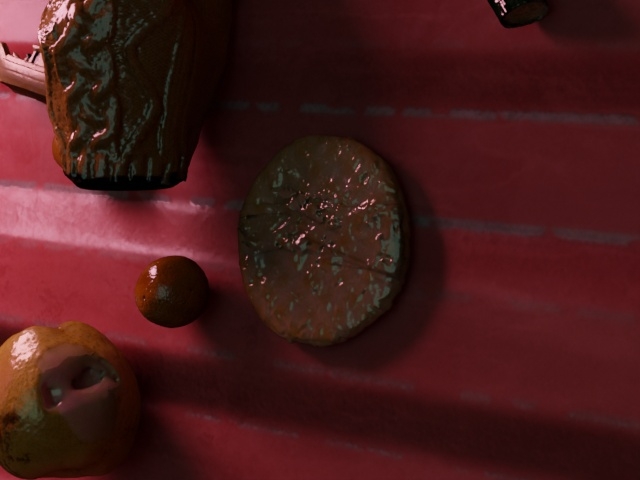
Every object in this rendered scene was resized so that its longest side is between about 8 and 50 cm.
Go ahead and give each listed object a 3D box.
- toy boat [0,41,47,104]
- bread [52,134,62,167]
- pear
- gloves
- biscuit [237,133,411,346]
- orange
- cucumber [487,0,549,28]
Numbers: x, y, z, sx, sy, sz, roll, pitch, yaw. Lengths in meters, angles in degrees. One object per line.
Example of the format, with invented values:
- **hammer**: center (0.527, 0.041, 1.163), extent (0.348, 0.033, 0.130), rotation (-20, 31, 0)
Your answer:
- **toy boat**: center (-0.301, -0.191, 1.776), extent (0.206, 0.064, 0.072), rotation (22, 82, 36)
- **bread**: center (-0.264, -0.093, 1.740), extent (0.103, 0.049, 0.062), rotation (43, 109, 34)
- **pear**: center (-0.277, 0.171, 1.641), extent (0.178, 0.178, 0.178), rotation (-6, 80, 36)
- **gloves**: center (-0.196, -0.224, 1.629), extent (0.203, 0.155, 0.356), rotation (0, 78, 9)
- **biscuit**: center (-0.001, 0.000, 1.542), extent (0.219, 0.033, 0.220), rotation (-5, 81, 35)
- **orange**: center (-0.157, 0.054, 1.624), extent (0.085, 0.085, 0.085), rotation (-6, 80, 36)
- **cucumber**: center (0.172, -0.246, 1.440), extent (0.048, 0.048, 0.105), rotation (-40, 58, 26)
